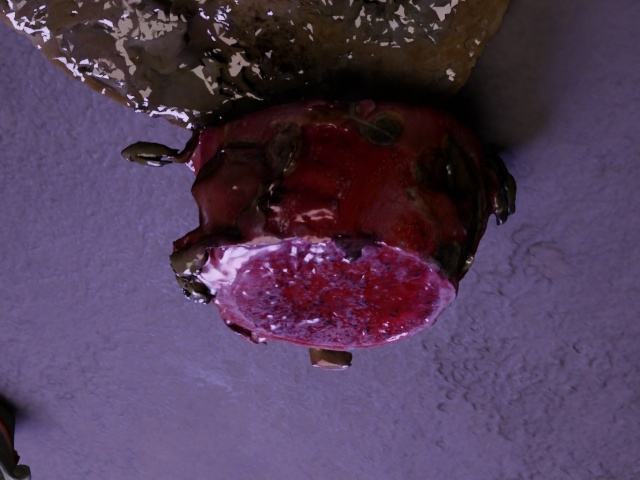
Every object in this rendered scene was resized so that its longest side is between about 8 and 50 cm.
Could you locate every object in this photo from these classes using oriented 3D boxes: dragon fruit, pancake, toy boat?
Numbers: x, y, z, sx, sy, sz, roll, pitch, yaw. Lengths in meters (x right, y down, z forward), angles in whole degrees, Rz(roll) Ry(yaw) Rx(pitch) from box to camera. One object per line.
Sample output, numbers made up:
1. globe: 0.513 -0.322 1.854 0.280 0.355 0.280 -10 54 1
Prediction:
1. dragon fruit: 0.000 0.000 0.912 0.282 0.147 0.211 2 161 -8
2. pancake: -0.052 -0.216 0.837 0.387 0.082 0.387 6 133 6
3. toy boat: -0.367 0.191 1.310 0.185 0.071 0.089 19 133 5
